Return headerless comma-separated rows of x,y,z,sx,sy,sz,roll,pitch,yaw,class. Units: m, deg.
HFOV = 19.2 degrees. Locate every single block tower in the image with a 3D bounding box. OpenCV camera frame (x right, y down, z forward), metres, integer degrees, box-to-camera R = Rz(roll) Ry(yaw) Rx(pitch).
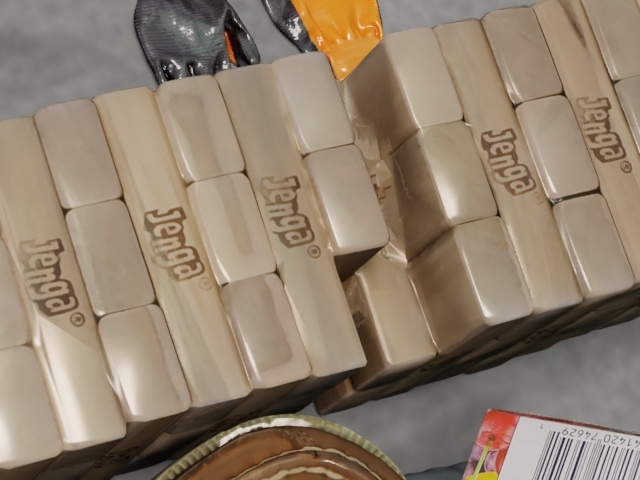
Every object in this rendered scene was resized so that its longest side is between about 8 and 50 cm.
0.000,0.000,0.542,0.335,0.091,0.097,-13,77,-24,block tower

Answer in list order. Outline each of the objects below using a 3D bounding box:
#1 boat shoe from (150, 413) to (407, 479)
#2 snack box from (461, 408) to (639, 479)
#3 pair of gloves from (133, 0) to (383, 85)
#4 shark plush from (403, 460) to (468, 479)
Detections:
-0.058,0.174,0.419,0.111,0.104,0.307,32,76,-4,boat shoe
0.063,0.173,0.462,0.070,0.174,0.207,6,60,29,snack box
-0.019,-0.071,0.604,0.083,0.010,0.074,-17,79,-23,pair of gloves
-0.013,0.095,0.543,0.161,0.073,0.067,-6,53,-1,shark plush
